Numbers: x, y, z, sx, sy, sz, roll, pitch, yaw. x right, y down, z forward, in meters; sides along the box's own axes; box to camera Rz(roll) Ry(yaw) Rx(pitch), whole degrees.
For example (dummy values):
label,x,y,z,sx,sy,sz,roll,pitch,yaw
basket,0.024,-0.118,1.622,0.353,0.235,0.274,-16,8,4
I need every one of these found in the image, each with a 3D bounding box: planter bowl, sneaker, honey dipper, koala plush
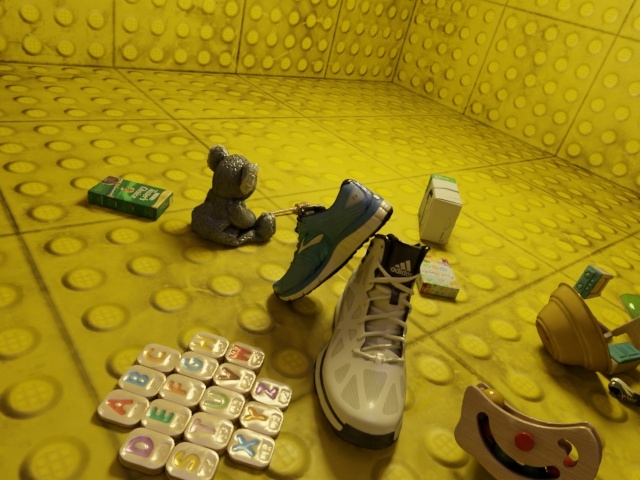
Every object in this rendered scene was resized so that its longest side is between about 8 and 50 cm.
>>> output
label,x,y,z,sx,sy,sz,roll,pitch,yaw
planter bowl,0.555,0.212,1.077,0.091,0.217,0.217,-22,31,9
sneaker,0.665,0.338,1.026,0.035,0.031,0.083,-22,40,-27
sneaker,0.102,0.135,0.882,0.169,0.257,0.447,14,30,-2
honey dipper,-0.105,-0.087,1.393,0.161,0.030,0.030,-15,41,-35
koala plush,-0.223,-0.118,1.195,0.204,0.221,0.196,-18,44,-43
sneaker,0.000,0.000,1.008,0.147,0.330,0.130,46,24,7

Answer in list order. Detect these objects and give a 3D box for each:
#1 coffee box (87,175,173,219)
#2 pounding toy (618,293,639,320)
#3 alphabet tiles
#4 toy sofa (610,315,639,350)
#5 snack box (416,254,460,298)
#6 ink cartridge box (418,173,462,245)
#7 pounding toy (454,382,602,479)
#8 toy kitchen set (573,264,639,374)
label,x,y,z,sx,sy,sz,roll,pitch,yaw
coffee box,-0.497,-0.115,1.249,0.184,0.040,0.113,15,30,0
pounding toy,0.856,0.211,1.164,0.183,0.110,0.236,39,30,-24
alphabet tiles,-0.194,0.260,0.778,0.278,0.021,0.284,17,31,4
toy sofa,0.782,0.276,0.922,0.150,0.177,0.362,-7,58,-33
snack box,0.304,0.092,1.262,0.101,0.037,0.141,10,31,-6
ink cartridge box,0.376,-0.102,1.503,0.087,0.152,0.208,15,29,1
pounding toy,0.330,0.324,0.724,0.270,0.154,0.155,37,9,34
toy kitchen set,0.688,0.184,1.141,0.122,0.165,0.207,1,33,-32
